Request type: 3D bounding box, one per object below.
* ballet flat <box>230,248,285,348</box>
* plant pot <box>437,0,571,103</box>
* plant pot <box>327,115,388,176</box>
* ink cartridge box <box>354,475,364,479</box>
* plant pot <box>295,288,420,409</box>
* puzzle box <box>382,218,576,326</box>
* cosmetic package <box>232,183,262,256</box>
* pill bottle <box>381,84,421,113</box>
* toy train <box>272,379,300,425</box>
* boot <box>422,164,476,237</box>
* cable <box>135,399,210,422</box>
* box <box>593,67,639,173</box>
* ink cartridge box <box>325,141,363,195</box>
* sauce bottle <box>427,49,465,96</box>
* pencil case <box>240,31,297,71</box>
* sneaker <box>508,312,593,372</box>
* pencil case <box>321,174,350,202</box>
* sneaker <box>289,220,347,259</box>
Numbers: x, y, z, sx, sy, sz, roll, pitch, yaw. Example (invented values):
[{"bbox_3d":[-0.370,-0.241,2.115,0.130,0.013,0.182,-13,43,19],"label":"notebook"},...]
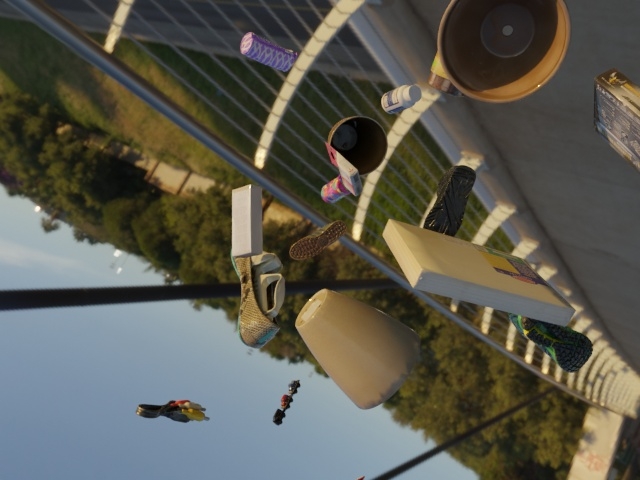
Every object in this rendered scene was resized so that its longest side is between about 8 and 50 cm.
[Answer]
[{"bbox_3d":[-0.204,0.155,1.970,0.164,0.182,0.482,42,-157,-38],"label":"ballet flat"},{"bbox_3d":[0.351,-0.392,1.074,0.237,0.237,0.109,28,-144,6],"label":"plant pot"},{"bbox_3d":[0.126,-0.407,2.304,0.237,0.237,0.254,31,-169,-20],"label":"plant pot"},{"bbox_3d":[-0.018,0.605,1.226,0.239,0.275,0.060,89,157,-64],"label":"ink cartridge box"},{"bbox_3d":[0.077,0.261,1.486,0.274,0.256,0.256,40,171,-13],"label":"plant pot"},{"bbox_3d":[0.370,0.074,1.349,0.409,0.052,0.272,15,-158,-16],"label":"puzzle box"},{"bbox_3d":[-0.251,-0.065,1.931,0.099,0.238,0.060,-12,165,41],"label":"cosmetic package"},{"bbox_3d":[0.239,-0.415,1.642,0.067,0.067,0.120,32,163,-25],"label":"pill bottle"},{"bbox_3d":[-0.107,0.500,1.751,0.036,0.158,0.027,39,145,-14],"label":"toy train"},{"bbox_3d":[0.368,-0.103,1.621,0.094,0.246,0.207,24,-173,6],"label":"boot"},{"bbox_3d":[-0.495,0.542,1.838,0.140,0.072,0.287,24,171,38],"label":"cable"},{"bbox_3d":[0.748,-0.276,1.346,0.183,0.056,0.231,57,-172,-48],"label":"box"},{"bbox_3d":[0.074,-0.257,2.031,0.179,0.045,0.145,43,170,26],"label":"ink cartridge box"},{"bbox_3d":[0.366,-0.527,1.352,0.112,0.344,0.111,15,-152,-8],"label":"sauce bottle"},{"bbox_3d":[-0.185,-0.675,2.014,0.206,0.086,0.088,8,167,-39],"label":"pencil case"},{"bbox_3d":[0.771,0.314,1.874,0.344,0.134,0.146,39,-177,-19],"label":"sneaker"},{"bbox_3d":[0.083,-0.239,2.567,0.104,0.104,0.236,30,162,-14],"label":"pencil case"},{"bbox_3d":[0.000,0.000,1.704,0.064,0.192,0.086,60,-171,1],"label":"sneaker"}]
